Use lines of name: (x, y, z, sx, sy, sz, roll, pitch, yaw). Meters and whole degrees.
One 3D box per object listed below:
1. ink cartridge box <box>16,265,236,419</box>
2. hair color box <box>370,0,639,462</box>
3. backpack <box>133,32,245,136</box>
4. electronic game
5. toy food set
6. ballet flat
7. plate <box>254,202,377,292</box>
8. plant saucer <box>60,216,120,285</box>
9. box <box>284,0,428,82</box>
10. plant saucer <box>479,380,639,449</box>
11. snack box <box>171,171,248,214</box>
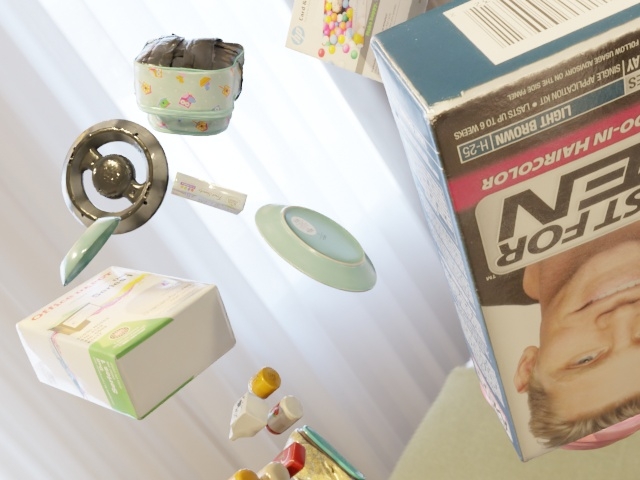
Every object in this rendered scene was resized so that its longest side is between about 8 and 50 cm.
ink cartridge box: (-0.305, 0.146, 1.131, 0.278, 0.117, 0.201, 6, 31, 40)
hair color box: (0.171, -0.005, 0.495, 0.174, 0.347, 0.105, -24, 41, 2)
backpack: (-0.202, -0.237, 1.110, 0.166, 0.144, 0.188, 6, 19, -4)
electronic game: (-0.403, -0.125, 1.423, 0.229, 0.229, 0.048, -32, -10, 10)
toy food set: (-0.095, 0.302, 1.045, 0.104, 0.111, 0.232, -45, 23, 27)
ballet flat: (0.064, 0.474, 1.305, 0.348, 0.123, 0.123, 31, 59, 27)
plate: (0.000, 0.000, 0.967, 0.024, 0.188, 0.188, -57, 6, 24)
plant saucer: (-0.321, 0.009, 0.996, 0.119, 0.021, 0.119, -50, 7, 9)
box: (0.045, -0.295, 0.932, 0.186, 0.145, 0.038, 30, 26, 34)
plant saucer: (0.484, 0.304, 1.445, 0.332, 0.084, 0.332, -1, 24, 0)
snack box: (-0.219, -0.090, 1.419, 0.100, 0.141, 0.037, 170, 117, -77)
